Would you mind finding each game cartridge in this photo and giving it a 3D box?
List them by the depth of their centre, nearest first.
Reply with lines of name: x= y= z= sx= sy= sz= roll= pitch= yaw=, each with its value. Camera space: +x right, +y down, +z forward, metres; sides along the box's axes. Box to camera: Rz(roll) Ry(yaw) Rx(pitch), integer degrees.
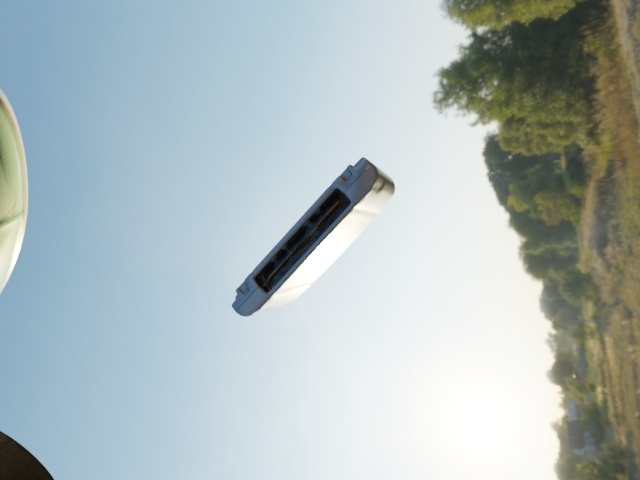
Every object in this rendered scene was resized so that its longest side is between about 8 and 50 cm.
game cartridge: x=0.000 y=0.000 z=0.787 sx=0.062 sy=0.297 sz=0.198 roll=46 pitch=-167 yaw=16

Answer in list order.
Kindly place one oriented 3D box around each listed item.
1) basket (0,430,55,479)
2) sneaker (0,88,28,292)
basket: x=-0.446 y=0.340 z=0.533 sx=0.204 sy=0.154 sz=0.227 roll=33 pitch=-152 yaw=-1
sneaker: x=-0.188 y=0.043 z=0.215 sx=0.094 sy=0.151 sz=0.256 roll=17 pitch=-88 yaw=-40
